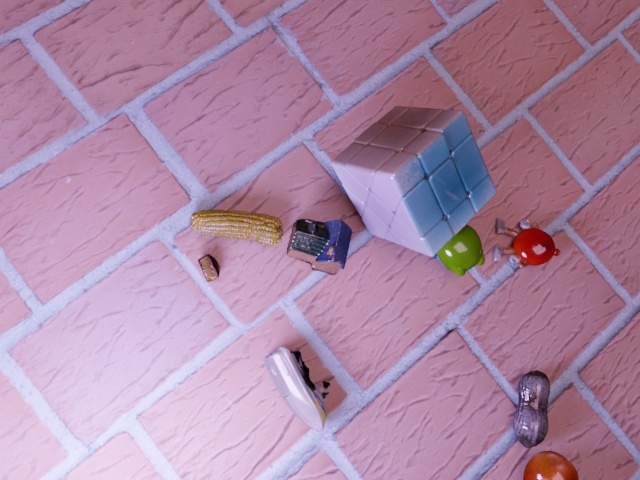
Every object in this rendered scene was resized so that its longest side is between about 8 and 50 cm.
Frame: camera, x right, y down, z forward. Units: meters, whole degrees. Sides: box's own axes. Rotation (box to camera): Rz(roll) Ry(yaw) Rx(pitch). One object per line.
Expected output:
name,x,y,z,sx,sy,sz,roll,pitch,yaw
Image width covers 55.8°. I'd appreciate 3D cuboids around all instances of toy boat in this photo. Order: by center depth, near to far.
toy boat,-0.057,0.433,1.803,0.141,0.141,0.269,-41,90,-17

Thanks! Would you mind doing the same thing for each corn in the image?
corn,-0.261,-0.043,1.884,0.291,0.101,0.101,5,77,-7

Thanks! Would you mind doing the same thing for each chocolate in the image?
chocolate,0.680,0.538,1.940,0.110,0.110,0.248,10,75,-9

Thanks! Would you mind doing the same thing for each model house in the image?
model house,0.000,0.000,1.884,0.183,0.172,0.166,14,77,-8

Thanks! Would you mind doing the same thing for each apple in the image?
apple,0.712,0.741,1.874,0.139,0.163,0.163,-36,87,-28

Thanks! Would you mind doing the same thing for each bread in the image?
bread,-0.336,0.082,1.844,0.053,0.085,0.085,-24,84,-9

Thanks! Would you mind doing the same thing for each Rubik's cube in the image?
Rubik's cube,0.285,-0.192,1.853,0.316,0.319,0.322,-41,122,-17

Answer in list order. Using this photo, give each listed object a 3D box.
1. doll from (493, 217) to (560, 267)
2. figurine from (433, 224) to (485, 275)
doll,0.709,0.011,2.076,0.217,0.085,0.183,8,74,8
figurine,0.428,-0.010,1.998,0.162,0.143,0.263,-24,73,-21
